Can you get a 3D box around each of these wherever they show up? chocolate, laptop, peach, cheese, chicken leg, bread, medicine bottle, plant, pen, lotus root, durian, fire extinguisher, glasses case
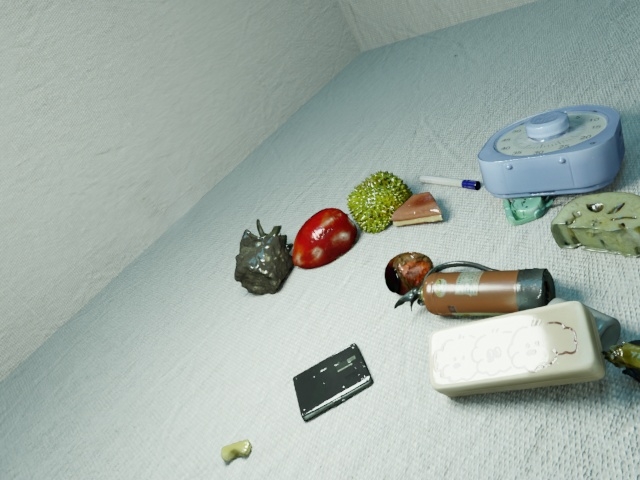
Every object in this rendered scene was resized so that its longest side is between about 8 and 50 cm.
[{"bbox_3d":[0.257,0.093,1.380,0.133,0.124,0.127,-6,22,-16],"label":"chocolate"},{"bbox_3d":[0.027,0.368,1.277,0.207,0.026,0.154,-30,29,4],"label":"laptop"},{"bbox_3d":[-0.001,-0.006,1.732,0.267,0.154,0.159,-30,31,3],"label":"peach"},{"bbox_3d":[-0.217,0.542,1.248,0.083,0.030,0.044,-21,25,9],"label":"cheese"},{"bbox_3d":[0.617,0.225,0.833,0.227,0.088,0.103,25,78,41],"label":"chicken leg"},{"bbox_3d":[0.341,-0.103,1.634,0.192,0.067,0.119,-3,49,44],"label":"bread"},{"bbox_3d":[0.543,0.174,1.015,0.080,0.080,0.130,-39,29,-11],"label":"medicine bottle"},{"bbox_3d":[-0.198,0.056,1.803,0.188,0.199,0.276,-13,40,26],"label":"plant"},{"bbox_3d":[0.452,-0.207,1.722,0.033,0.033,0.269,-44,30,-18],"label":"pen"},{"bbox_3d":[0.684,-0.036,1.153,0.235,0.119,0.138,3,51,48],"label":"lotus root"},{"bbox_3d":[0.203,-0.146,1.739,0.237,0.176,0.200,-39,8,11],"label":"durian"},{"bbox_3d":[0.389,0.125,1.232,0.376,0.113,0.200,-6,10,37],"label":"fire extinguisher"},{"bbox_3d":[0.388,0.231,1.003,0.336,0.076,0.144,-23,47,36],"label":"glasses case"}]

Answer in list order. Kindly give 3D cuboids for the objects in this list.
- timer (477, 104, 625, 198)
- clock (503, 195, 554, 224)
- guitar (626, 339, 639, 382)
[{"bbox_3d":[0.684,-0.289,1.439,0.395,0.173,0.395,-21,25,10],"label":"timer"},{"bbox_3d":[0.603,-0.100,1.404,0.135,0.041,0.101,-20,32,22],"label":"clock"},{"bbox_3d":[0.687,0.205,0.886,0.233,0.025,0.088,-18,33,23],"label":"guitar"}]
